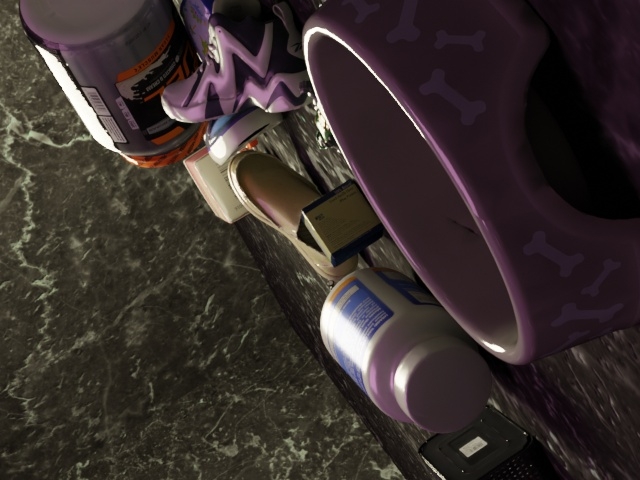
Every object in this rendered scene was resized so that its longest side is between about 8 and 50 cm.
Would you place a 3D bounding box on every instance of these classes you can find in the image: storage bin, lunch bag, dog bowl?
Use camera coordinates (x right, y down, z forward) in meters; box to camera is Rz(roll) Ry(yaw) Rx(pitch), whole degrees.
[{"bbox_3d":[0.219,0.302,1.550,0.084,0.122,0.180,60,173,-13],"label":"storage bin"},{"bbox_3d":[-0.124,-0.272,1.552,0.129,0.096,0.151,58,-178,1],"label":"lunch bag"},{"bbox_3d":[0.107,-0.059,0.891,0.349,0.102,0.349,56,172,12],"label":"dog bowl"}]

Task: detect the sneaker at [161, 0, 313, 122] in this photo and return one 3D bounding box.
[{"bbox_3d":[-0.112,-0.230,1.413,0.235,0.094,0.153,2,116,42],"label":"sneaker"}]

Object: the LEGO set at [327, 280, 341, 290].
[{"bbox_3d":[0.000,0.000,2.155,0.182,0.060,0.244,-110,-6,-62],"label":"LEGO set"}]

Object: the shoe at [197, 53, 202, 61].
[{"bbox_3d":[-0.142,-0.292,1.742,0.178,0.063,0.081,45,165,39],"label":"shoe"}]

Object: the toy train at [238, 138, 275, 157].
[{"bbox_3d":[-0.121,-0.173,2.163,0.125,0.046,0.166,59,170,2],"label":"toy train"}]

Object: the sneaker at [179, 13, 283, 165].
[{"bbox_3d":[-0.178,-0.251,1.853,0.236,0.130,0.323,55,179,-7],"label":"sneaker"}]

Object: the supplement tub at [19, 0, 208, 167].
[{"bbox_3d":[-0.271,-0.249,1.632,0.193,0.193,0.316,54,173,31],"label":"supplement tub"}]

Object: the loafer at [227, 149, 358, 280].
[{"bbox_3d":[-0.035,-0.052,1.876,0.268,0.102,0.092,42,160,2],"label":"loafer"}]

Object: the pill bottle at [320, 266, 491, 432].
[{"bbox_3d":[0.109,0.141,1.492,0.152,0.152,0.272,61,173,-23],"label":"pill bottle"}]

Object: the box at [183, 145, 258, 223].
[{"bbox_3d":[-0.186,-0.133,2.417,0.148,0.127,0.232,59,172,-10],"label":"box"}]

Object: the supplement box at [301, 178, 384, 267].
[{"bbox_3d":[0.030,-0.023,1.607,0.083,0.083,0.056,56,172,12],"label":"supplement box"}]

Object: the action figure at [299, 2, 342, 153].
[{"bbox_3d":[0.017,-0.145,1.271,0.232,0.063,0.137,96,150,-75],"label":"action figure"}]
